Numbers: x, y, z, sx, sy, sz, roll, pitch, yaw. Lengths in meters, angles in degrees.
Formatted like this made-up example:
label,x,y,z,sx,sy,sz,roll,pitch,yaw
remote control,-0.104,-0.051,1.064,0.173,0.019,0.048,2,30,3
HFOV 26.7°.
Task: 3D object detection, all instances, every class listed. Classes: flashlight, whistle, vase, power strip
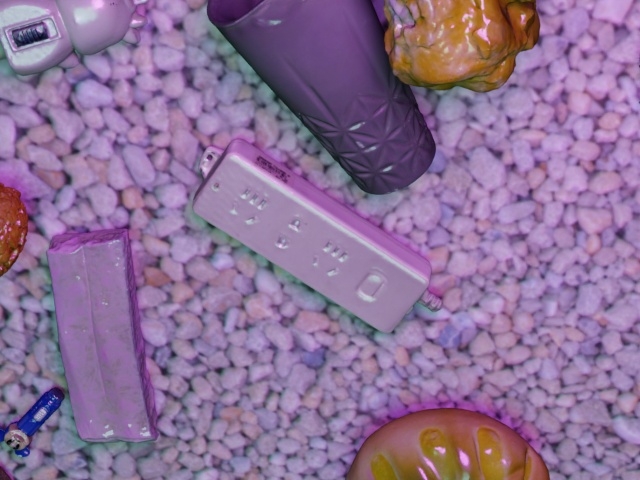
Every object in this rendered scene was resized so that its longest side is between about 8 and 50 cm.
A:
label,x,y,z,sx,sy,sz,roll,pitch,yaw
flashlight,-0.376,0.237,1.758,0.057,0.035,0.121,40,114,-12
whistle,-0.303,-0.236,1.476,0.253,0.106,0.102,-16,83,7
vase,0.006,-0.185,1.429,0.251,0.156,0.301,15,150,47
power strip,0.000,0.000,1.583,0.338,0.058,0.098,32,115,-10

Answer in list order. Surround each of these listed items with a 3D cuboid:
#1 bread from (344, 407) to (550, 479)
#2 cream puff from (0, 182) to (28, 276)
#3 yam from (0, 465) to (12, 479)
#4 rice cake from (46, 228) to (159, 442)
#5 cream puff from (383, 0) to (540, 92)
label,x,y,z,sx,sy,sz,roll,pitch,yaw
bread,0.134,0.295,1.664,0.260,0.158,0.156,-30,106,17
cream puff,-0.400,-0.007,1.591,0.103,0.126,0.144,25,127,-23
yam,-0.418,0.343,1.825,0.027,0.033,0.129,-36,114,-7
rice cake,-0.271,0.123,1.681,0.106,0.050,0.298,-2,116,6
cream puff,0.139,-0.278,1.311,0.185,0.282,0.282,-14,114,21
